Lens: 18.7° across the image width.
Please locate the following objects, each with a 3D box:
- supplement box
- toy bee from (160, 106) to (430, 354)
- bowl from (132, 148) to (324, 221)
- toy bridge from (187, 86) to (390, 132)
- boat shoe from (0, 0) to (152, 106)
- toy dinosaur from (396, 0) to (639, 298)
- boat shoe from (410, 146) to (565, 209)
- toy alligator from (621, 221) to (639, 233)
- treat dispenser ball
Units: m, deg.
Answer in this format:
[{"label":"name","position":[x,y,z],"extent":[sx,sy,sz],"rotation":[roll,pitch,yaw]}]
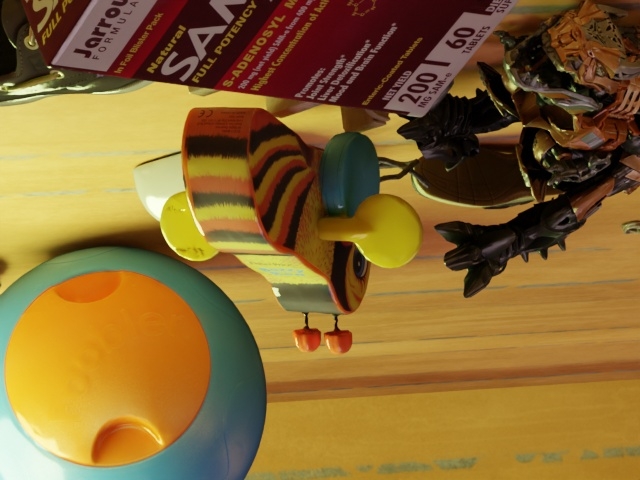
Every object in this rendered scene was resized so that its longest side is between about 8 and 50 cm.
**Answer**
[{"label":"supplement box","position":[-0.016,-0.138,0.966],"extent":[0.239,0.073,0.130],"rotation":[4,139,-37]},{"label":"toy bee","position":[0.000,0.000,1.408],"extent":[0.298,0.162,0.195],"rotation":[7,173,-43]},{"label":"bowl","position":[-0.065,-0.037,1.576],"extent":[0.142,0.053,0.142],"rotation":[-12,168,33]},{"label":"toy bridge","position":[-0.010,-0.105,1.341],"extent":[0.063,0.026,0.188],"rotation":[-15,165,37]},{"label":"boat shoe","position":[-0.153,-0.118,1.084],"extent":[0.227,0.081,0.068],"rotation":[-12,170,42]},{"label":"toy dinosaur","position":[0.179,-0.068,1.338],"extent":[0.218,0.164,0.322],"rotation":[-25,141,15]},{"label":"boat shoe","position":[0.140,-0.047,1.602],"extent":[0.152,0.056,0.049],"rotation":[0,162,-23]},{"label":"toy alligator","position":[0.397,-0.001,1.933],"extent":[0.189,0.051,0.056],"rotation":[-7,167,9]},{"label":"treat dispenser ball","position":[-0.194,0.149,1.825],"extent":[0.288,0.288,0.288],"rotation":[-5,168,-1]}]
